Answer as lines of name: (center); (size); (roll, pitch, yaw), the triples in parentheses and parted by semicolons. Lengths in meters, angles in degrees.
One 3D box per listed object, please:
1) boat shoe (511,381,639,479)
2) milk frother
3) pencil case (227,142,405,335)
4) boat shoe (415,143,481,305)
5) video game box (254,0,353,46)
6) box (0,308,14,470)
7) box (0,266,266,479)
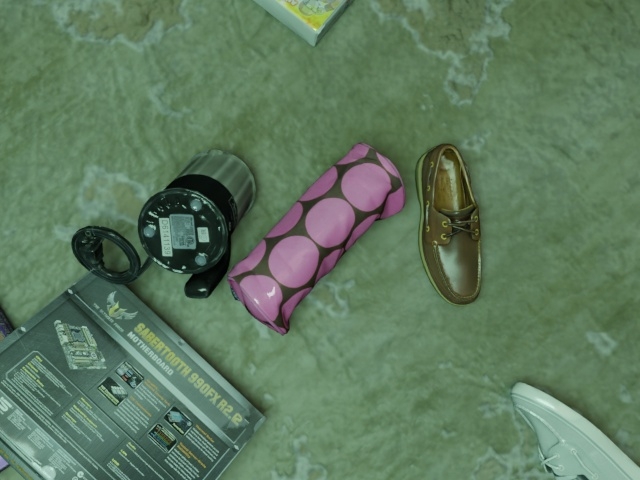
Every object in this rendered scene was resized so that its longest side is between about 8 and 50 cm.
boat shoe: (0.263, 0.224, 0.782); (0.184, 0.066, 0.063); (42, 78, -8)
milk frother: (-0.151, -0.021, 0.742); (0.143, 0.134, 0.129); (17, 112, 0)
pencil case: (0.000, 0.000, 0.777); (0.209, 0.098, 0.095); (-45, 43, -11)
boat shoe: (0.140, -0.019, 0.807); (0.064, 0.060, 0.178); (-6, 81, -7)
video game box: (-0.028, -0.353, 0.856); (0.205, 0.048, 0.187); (39, 76, 2)
box: (-0.420, 0.177, 0.715); (0.293, 0.057, 0.201); (-34, 86, -11)
box: (-0.193, 0.159, 0.701); (0.231, 0.056, 0.183); (43, 48, 0)
